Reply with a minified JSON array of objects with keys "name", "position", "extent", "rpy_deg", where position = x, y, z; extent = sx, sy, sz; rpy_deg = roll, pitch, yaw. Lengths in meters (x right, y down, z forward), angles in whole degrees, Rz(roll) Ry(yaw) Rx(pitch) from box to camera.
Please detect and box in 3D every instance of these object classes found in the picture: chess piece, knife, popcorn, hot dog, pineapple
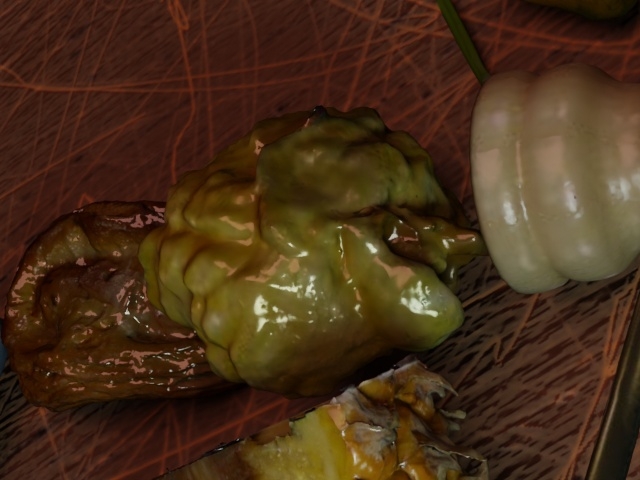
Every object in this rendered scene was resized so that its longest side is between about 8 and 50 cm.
[{"name":"chess piece","position":[0.268,-0.059,1.233],"extent":[0.300,0.167,0.167],"rpy_deg":[-8,65,25]},{"name":"knife","position":[0.127,-0.132,1.437],"extent":[0.026,0.022,0.184],"rpy_deg":[-19,55,-4]},{"name":"popcorn","position":[0.000,0.000,1.327],"extent":[0.266,0.192,0.233],"rpy_deg":[12,34,34]},{"name":"hot dog","position":[-0.160,0.055,1.494],"extent":[0.259,0.114,0.175],"rpy_deg":[-9,63,33]},{"name":"pineapple","position":[0.033,0.251,1.263],"extent":[0.344,0.209,0.286],"rpy_deg":[-30,79,50]}]

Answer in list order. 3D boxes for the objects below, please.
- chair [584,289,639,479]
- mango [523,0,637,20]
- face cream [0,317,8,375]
[{"name":"chair","position":[0.330,0.114,0.972],"extent":[0.362,0.365,0.410],"rpy_deg":[-15,57,30]},{"name":"mango","position":[0.185,-0.237,1.401],"extent":[0.165,0.089,0.115],"rpy_deg":[21,83,37]},{"name":"face cream","position":[-0.362,0.244,1.569],"extent":[0.136,0.086,0.385],"rpy_deg":[20,90,45]}]
